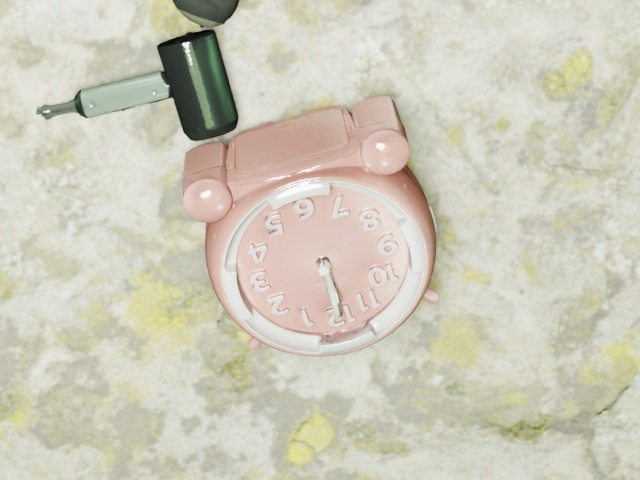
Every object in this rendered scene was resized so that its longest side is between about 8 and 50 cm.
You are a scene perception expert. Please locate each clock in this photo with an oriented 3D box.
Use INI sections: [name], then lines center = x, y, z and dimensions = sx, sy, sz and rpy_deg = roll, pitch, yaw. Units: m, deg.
[clock]
center = 0.000, 0.000, 1.225
dimensions = 0.227, 0.142, 0.241
rpy_deg = -16, 117, 4

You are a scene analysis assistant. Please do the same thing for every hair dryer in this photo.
[hair dryer]
center = -0.184, -0.137, 1.221
dimensions = 0.197, 0.057, 0.100
rpy_deg = -10, 107, 11

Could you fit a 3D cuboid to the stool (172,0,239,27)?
[stool]
center = -0.140, -0.282, 1.104
dimensions = 0.139, 0.153, 0.228
rpy_deg = -30, 113, -13
